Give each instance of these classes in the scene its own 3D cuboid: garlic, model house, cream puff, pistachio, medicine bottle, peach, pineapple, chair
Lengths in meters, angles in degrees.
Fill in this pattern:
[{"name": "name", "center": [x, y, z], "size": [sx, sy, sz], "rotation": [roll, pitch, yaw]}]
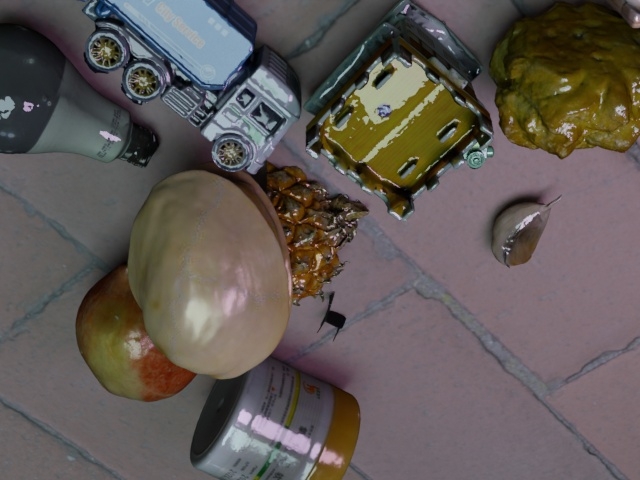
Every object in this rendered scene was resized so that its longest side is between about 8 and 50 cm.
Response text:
[{"name": "garlic", "center": [0.321, -0.021, 1.351], "size": [0.084, 0.066, 0.152], "rotation": [-9, 132, -25]}, {"name": "model house", "center": [0.105, -0.186, 1.153], "size": [0.198, 0.215, 0.224], "rotation": [34, 118, -22]}, {"name": "cream puff", "center": [0.351, -0.214, 1.127], "size": [0.244, 0.244, 0.196], "rotation": [23, 134, -12]}, {"name": "pistachio", "center": [-0.161, 0.049, 1.224], "size": [0.238, 0.229, 0.321], "rotation": [-6, 101, 9]}, {"name": "medicine bottle", "center": [-0.083, 0.342, 1.497], "size": [0.232, 0.238, 0.238], "rotation": [28, 120, -16]}, {"name": "peach", "center": [-0.296, 0.134, 1.379], "size": [0.232, 0.232, 0.257], "rotation": [2, 119, 1]}, {"name": "pineapple", "center": [0.000, 0.005, 1.335], "size": [0.164, 0.140, 0.250], "rotation": [-2, 120, 2]}, {"name": "chair", "center": [0.025, 0.136, 1.476], "size": [0.042, 0.037, 0.086], "rotation": [20, 127, 3]}]

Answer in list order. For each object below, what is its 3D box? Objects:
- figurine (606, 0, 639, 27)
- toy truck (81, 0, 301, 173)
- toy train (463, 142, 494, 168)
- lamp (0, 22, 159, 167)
[{"name": "figurine", "center": [0.427, -0.398, 1.043], "size": [0.162, 0.141, 0.237], "rotation": [-9, 122, -7]}, {"name": "toy truck", "center": [-0.185, -0.263, 1.158], "size": [0.367, 0.146, 0.175], "rotation": [40, 112, -21]}, {"name": "toy train", "center": [0.206, -0.151, 1.272], "size": [0.122, 0.050, 0.081], "rotation": [1, 119, 2]}, {"name": "lamp", "center": [-0.391, -0.176, 1.202], "size": [0.314, 0.182, 0.182], "rotation": [38, 117, -22]}]
